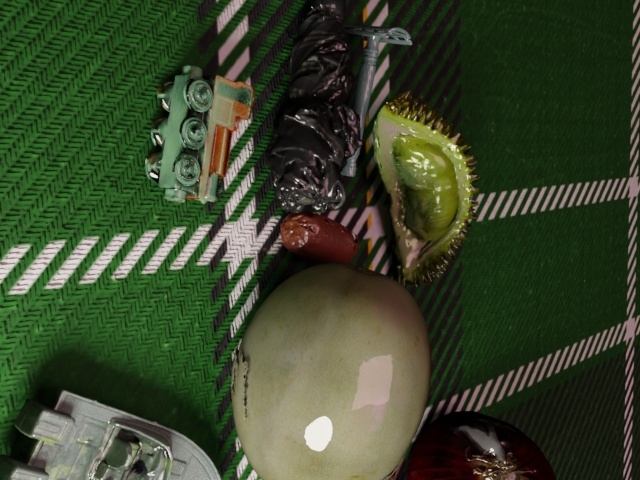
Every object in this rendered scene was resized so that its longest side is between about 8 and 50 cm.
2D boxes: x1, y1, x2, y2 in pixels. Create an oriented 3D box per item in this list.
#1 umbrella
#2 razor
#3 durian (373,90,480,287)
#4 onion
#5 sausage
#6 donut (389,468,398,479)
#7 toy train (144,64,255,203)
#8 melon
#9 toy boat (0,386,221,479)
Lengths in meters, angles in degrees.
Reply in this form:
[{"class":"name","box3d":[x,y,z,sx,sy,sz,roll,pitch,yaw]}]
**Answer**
[{"class":"umbrella","box3d":[-0.001,-0.199,1.055,0.128,0.154,0.337,12,63,-15]},{"class":"razor","box3d":[0.063,-0.215,1.146,0.068,0.106,0.232,0,105,-44]},{"class":"durian","box3d":[0.167,-0.087,1.225,0.169,0.158,0.352,-16,120,-9]},{"class":"onion","box3d":[0.278,0.446,1.329,0.273,0.285,0.273,4,65,-9]},{"class":"sausage","box3d":[0.000,0.000,1.096,0.141,0.076,0.076,23,77,-47]},{"class":"donut","box3d":[0.087,0.339,1.163,0.233,0.085,0.199,-63,163,-16]},{"class":"toy train","box3d":[-0.151,-0.129,0.937,0.118,0.074,0.176,11,84,-48]},{"class":"melon","box3d":[0.010,0.196,0.992,0.268,0.268,0.330,11,98,-45]},{"class":"toy boat","box3d":[-0.228,0.282,0.881,0.319,0.092,0.141,35,71,-42]}]
